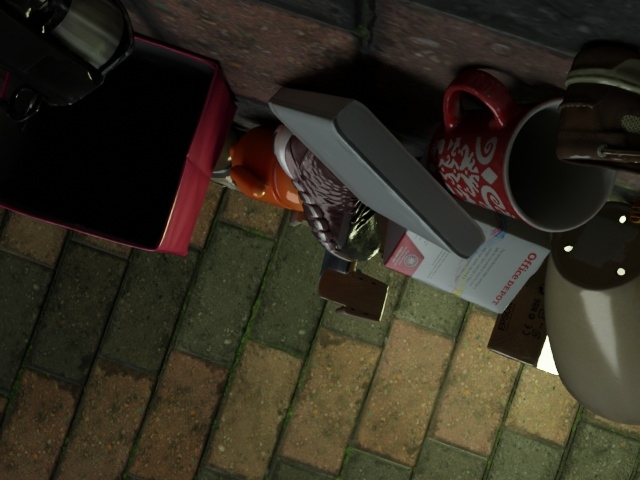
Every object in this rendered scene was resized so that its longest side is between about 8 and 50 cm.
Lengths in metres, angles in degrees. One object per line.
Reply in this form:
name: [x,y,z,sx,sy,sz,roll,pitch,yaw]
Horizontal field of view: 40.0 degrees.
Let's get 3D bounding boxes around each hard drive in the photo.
hard drive: [0.050,-0.087,0.994,0.203,0.040,0.307,44,179,-19]

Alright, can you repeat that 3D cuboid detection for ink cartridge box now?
ink cartridge box: [0.191,-0.014,1.151,0.176,0.128,0.127,23,-142,-9]
ink cartridge box: [0.368,0.089,1.421,0.088,0.235,0.193,18,176,28]

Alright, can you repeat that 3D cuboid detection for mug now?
mug: [0.173,-0.092,0.813,0.113,0.150,0.169,-18,-167,-15]

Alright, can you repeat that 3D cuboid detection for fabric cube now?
fabric cube: [-0.281,-0.134,1.211,0.254,0.259,0.258,18,177,0]

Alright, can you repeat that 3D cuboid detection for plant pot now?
plant pot: [0.400,0.073,1.162,0.256,0.257,0.274,17,159,39]

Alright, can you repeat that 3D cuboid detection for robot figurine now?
robot figurine: [-0.056,-0.115,1.409,0.219,0.128,0.158,16,176,45]

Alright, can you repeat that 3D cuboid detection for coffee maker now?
coffee maker: [-0.293,-0.203,0.845,0.120,0.171,0.178,36,-177,26]

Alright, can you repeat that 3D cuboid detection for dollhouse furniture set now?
dollhouse furniture set: [0.000,0.000,1.664,0.198,0.287,0.303,20,166,-17]

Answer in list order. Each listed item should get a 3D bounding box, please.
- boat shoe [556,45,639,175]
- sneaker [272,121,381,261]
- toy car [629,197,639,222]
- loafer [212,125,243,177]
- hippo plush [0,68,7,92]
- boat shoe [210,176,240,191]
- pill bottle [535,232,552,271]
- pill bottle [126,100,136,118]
boat shoe: [0.286,-0.050,0.633,0.257,0.095,0.095,19,177,-4]
sneaker: [0.056,-0.064,1.251,0.162,0.106,0.281,5,144,39]
toy car: [0.421,-0.014,1.014,0.122,0.041,0.060,16,176,44]
loafer: [-0.317,-0.207,1.600,0.365,0.134,0.130,8,170,19]
hippo plush: [-0.517,-0.271,1.117,0.234,0.294,0.237,-6,149,3]
boat shoe: [-0.186,-0.151,1.676,0.098,0.109,0.302,-5,-159,-44]
pill bottle: [0.219,-0.028,1.297,0.221,0.121,0.121,20,177,-15]
pill bottle: [-0.332,-0.212,1.457,0.219,0.123,0.122,18,177,41]
